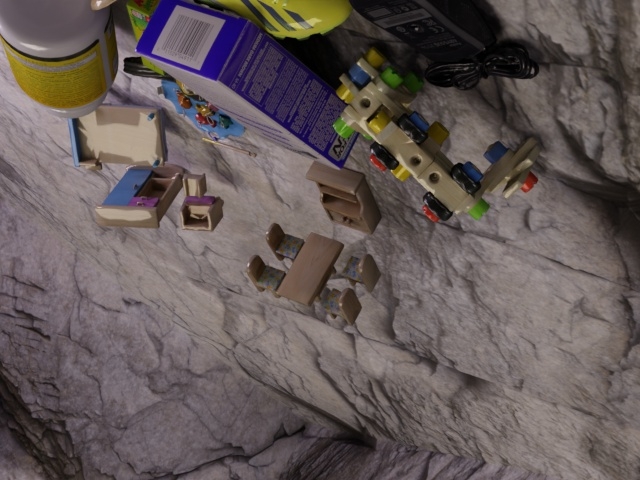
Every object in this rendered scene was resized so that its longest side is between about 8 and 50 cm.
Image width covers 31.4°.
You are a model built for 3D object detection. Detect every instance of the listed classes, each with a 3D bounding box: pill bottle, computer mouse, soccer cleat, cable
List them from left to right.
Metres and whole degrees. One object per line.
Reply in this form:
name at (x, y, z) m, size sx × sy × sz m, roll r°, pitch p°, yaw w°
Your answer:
pill bottle at (-0.443, -0.336, 1.943) m, size 0.188 × 0.188 × 0.334 m, roll 29°, pitch 162°, yaw 3°
cable at (-0.229, -0.299, 1.965) m, size 0.287 × 0.139 × 0.072 m, roll 31°, pitch 132°, yaw 45°
soccer cleat at (-0.091, -0.358, 1.580) m, size 0.289 × 0.093 × 0.121 m, roll 21°, pitch 158°, yaw 27°
computer mouse at (0.144, -0.289, 1.465) m, size 0.272 × 0.072 × 0.188 m, roll 29°, pitch 163°, yaw -38°

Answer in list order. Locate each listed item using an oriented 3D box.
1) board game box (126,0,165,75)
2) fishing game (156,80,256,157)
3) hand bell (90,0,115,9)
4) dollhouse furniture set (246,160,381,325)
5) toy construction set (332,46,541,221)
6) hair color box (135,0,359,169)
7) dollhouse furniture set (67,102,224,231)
board game box at (-0.257, -0.354, 1.831) m, size 0.043 × 0.092 × 0.181 m, roll 28°, pitch 161°, yaw 11°
fishing game at (-0.228, -0.247, 2.136) m, size 0.189 × 0.041 × 0.264 m, roll 21°, pitch 156°, yaw 26°
hand bell at (-0.363, -0.478, 1.697) m, size 0.126 × 0.126 × 0.242 m, roll 4°, pitch 136°, yaw 52°
dollhouse furniture set at (0.000, 0.000, 2.113) m, size 0.212 × 0.242 × 0.161 m, roll 19°, pitch 158°, yaw 27°
toy construction set at (0.157, -0.138, 1.629) m, size 0.328 × 0.151 × 0.215 m, roll 29°, pitch -162°, yaw 0°
hair color box at (-0.096, -0.236, 1.730) m, size 0.185 × 0.110 × 0.339 m, roll 25°, pitch 175°, yaw 37°
dollhouse furniture set at (-0.347, -0.202, 2.386) m, size 0.286 × 0.198 × 0.303 m, roll 3°, pitch 122°, yaw 12°
